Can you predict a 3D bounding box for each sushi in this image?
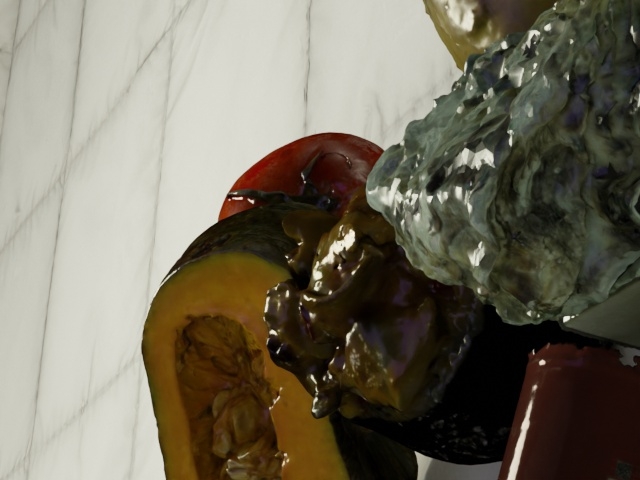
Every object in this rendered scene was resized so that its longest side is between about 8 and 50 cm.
[{"bbox_3d":[0.085,0.048,1.253,0.213,0.204,0.200,-34,42,52],"label":"sushi"}]

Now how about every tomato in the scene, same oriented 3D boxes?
[{"bbox_3d":[0.000,0.000,1.540,0.151,0.187,0.187,76,-166,-62],"label":"tomato"}]

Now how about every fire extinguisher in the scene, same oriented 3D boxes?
[{"bbox_3d":[0.145,0.231,1.006,0.147,0.106,0.337,-11,58,55],"label":"fire extinguisher"}]

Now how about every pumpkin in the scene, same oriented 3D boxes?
[{"bbox_3d":[-0.015,0.127,1.407,0.222,0.139,0.317,-6,92,30],"label":"pumpkin"}]

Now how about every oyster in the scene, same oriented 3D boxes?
[{"bbox_3d":[0.116,-0.046,0.969,0.267,0.112,0.198,-55,33,41],"label":"oyster"}]

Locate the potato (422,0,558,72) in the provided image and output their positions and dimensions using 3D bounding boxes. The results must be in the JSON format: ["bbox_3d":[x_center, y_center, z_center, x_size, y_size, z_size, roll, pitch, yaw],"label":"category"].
[{"bbox_3d":[0.164,-0.165,1.181,0.229,0.229,0.266,126,153,-43],"label":"potato"}]

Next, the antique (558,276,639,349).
[{"bbox_3d":[0.232,-0.024,1.015,0.148,0.147,0.152,-39,43,54],"label":"antique"}]
